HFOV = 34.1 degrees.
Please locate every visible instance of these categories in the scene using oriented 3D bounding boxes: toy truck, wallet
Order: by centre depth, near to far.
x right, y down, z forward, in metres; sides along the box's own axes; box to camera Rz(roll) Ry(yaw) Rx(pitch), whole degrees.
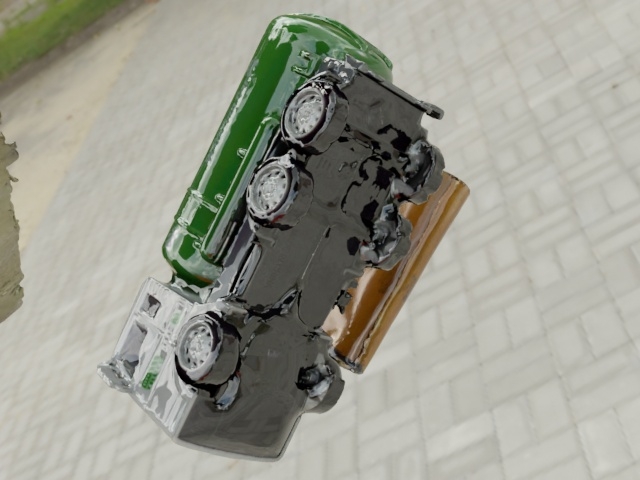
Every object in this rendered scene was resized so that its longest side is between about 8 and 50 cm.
[{"bbox_3d":[-0.028,-0.006,0.586,0.125,0.101,0.243,28,94,45],"label":"toy truck"},{"bbox_3d":[0.002,0.001,0.774,0.195,0.042,0.161,19,73,43],"label":"wallet"}]

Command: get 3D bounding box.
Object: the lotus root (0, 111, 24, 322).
[{"bbox_3d":[-0.314,-0.054,0.820,0.074,0.170,0.261,-49,-16,-36],"label":"lotus root"}]
